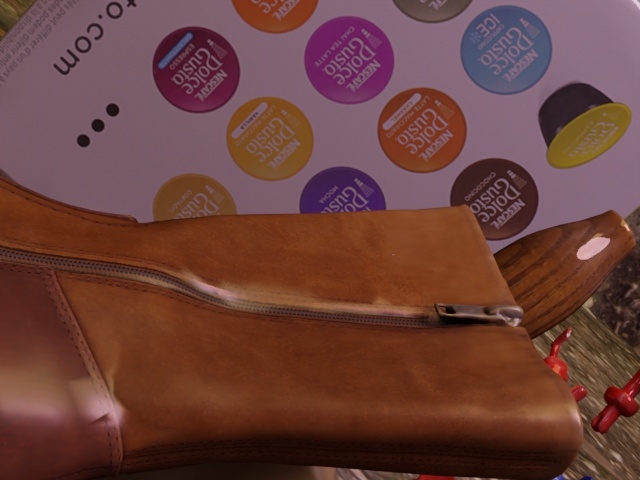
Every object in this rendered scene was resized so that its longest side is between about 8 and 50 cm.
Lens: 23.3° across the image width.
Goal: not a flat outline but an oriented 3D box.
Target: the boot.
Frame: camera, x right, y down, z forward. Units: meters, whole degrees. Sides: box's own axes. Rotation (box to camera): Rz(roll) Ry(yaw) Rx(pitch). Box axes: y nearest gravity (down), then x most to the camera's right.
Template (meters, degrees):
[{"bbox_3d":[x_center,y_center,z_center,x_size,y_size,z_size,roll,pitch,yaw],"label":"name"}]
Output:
[{"bbox_3d":[-0.071,-0.007,0.572,0.280,0.096,0.264,-4,32,-17],"label":"boot"}]

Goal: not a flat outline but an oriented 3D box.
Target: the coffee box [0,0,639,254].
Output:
[{"bbox_3d":[0.025,-0.130,1.029,0.334,0.337,0.338,43,20,-10],"label":"coffee box"}]

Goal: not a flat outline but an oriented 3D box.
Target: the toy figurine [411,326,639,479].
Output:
[{"bbox_3d":[0.227,0.200,0.886,0.217,0.191,0.362,50,-18,-17],"label":"toy figurine"}]

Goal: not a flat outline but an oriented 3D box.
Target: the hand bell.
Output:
[{"bbox_3d":[0.024,0.058,0.637,0.126,0.242,0.126,59,-7,11],"label":"hand bell"}]
